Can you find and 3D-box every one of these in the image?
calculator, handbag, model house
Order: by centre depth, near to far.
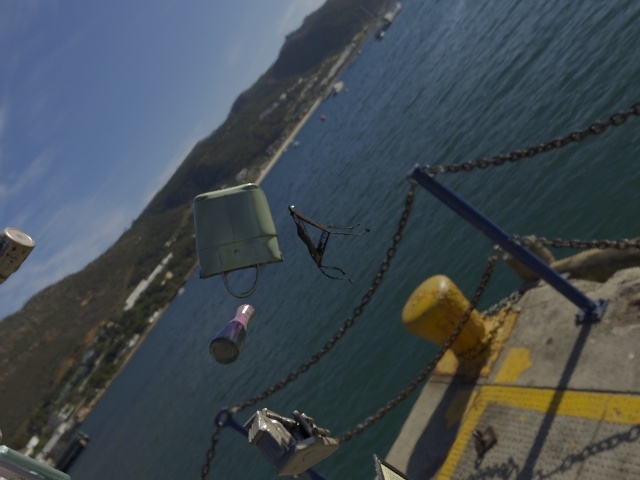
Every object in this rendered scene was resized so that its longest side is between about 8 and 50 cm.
[{"bbox_3d":[-0.080,0.470,1.401,0.122,0.188,0.229,-55,-29,-1],"label":"model house"},{"bbox_3d":[-0.716,0.556,1.409,0.141,0.246,0.045,-23,38,38],"label":"calculator"},{"bbox_3d":[-0.236,0.008,1.650,0.241,0.316,0.109,-13,-9,1],"label":"handbag"}]

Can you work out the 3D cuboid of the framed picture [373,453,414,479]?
[{"bbox_3d":[0.187,0.490,1.096,0.010,0.195,0.199,-56,1,0],"label":"framed picture"}]

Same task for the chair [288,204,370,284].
[{"bbox_3d":[0.000,0.000,1.463,0.174,0.213,0.149,-129,60,-77],"label":"chair"}]

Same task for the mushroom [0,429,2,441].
[{"bbox_3d":[-0.736,0.288,1.081,0.128,0.350,0.128,-40,13,11],"label":"mushroom"}]

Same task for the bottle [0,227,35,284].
[{"bbox_3d":[-0.866,0.047,1.605,0.152,0.099,0.099,-53,8,7],"label":"bottle"}]

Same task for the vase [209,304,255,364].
[{"bbox_3d":[-0.237,0.255,1.642,0.086,0.086,0.214,-49,7,24],"label":"vase"}]
